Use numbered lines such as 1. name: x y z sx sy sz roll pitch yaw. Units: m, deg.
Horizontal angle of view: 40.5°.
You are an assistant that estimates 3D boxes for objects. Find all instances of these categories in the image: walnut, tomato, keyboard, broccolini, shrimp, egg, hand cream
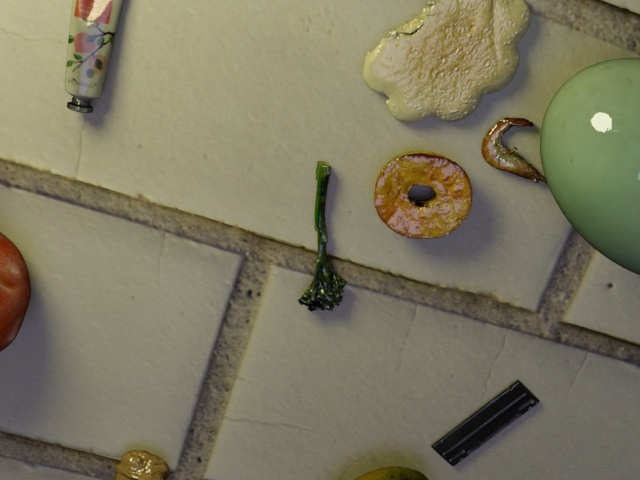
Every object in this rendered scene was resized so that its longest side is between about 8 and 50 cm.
1. walnut: -0.314 0.409 1.518 0.096 0.082 0.078 20 83 -11
2. tomato: -0.552 0.078 1.294 0.232 0.188 0.231 -2 114 -5
3. keyboard: 0.295 0.330 1.554 0.202 0.011 0.067 -41 108 14
4. broccolini: 0.006 0.003 1.369 0.071 0.058 0.254 -24 126 -40
5. shrimp: 0.311 -0.136 1.338 0.127 0.025 0.091 33 107 -14
6. egg: 0.482 -0.093 1.230 0.389 0.276 0.276 36 107 -14
7. hand cream: -0.320 -0.296 1.222 0.080 0.050 0.233 13 107 -5

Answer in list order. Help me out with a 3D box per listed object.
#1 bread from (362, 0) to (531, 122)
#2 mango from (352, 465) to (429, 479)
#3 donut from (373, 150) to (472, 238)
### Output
1. bread: 0.195 -0.269 1.265 0.251 0.039 0.182 -37 111 12
2. mango: 0.103 0.580 1.548 0.264 0.221 0.377 8 103 -2
3. donut: 0.156 -0.074 1.339 0.152 0.058 0.151 -1 114 -2
